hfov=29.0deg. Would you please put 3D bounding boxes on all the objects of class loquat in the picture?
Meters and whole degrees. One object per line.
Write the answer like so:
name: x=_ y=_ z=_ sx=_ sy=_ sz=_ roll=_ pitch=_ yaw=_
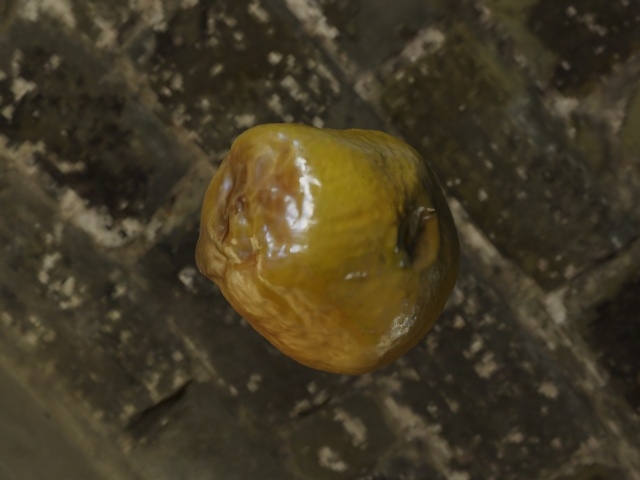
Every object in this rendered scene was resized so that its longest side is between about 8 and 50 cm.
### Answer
loquat: x=0.000 y=0.000 z=0.596 sx=0.137 sy=0.137 sz=0.113 roll=34 pitch=74 yaw=-26
